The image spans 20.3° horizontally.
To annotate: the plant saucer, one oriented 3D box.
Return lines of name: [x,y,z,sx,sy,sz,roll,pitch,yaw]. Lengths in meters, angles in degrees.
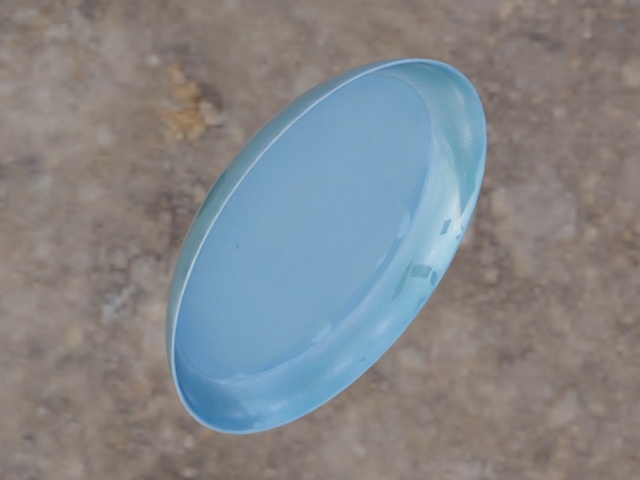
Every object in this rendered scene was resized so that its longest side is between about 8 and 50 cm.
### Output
plant saucer: [0.000,0.000,1.315,0.317,0.043,0.318,-33,143,-30]
